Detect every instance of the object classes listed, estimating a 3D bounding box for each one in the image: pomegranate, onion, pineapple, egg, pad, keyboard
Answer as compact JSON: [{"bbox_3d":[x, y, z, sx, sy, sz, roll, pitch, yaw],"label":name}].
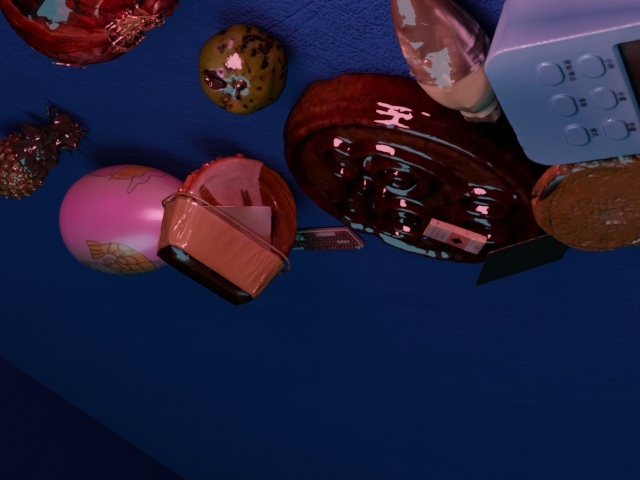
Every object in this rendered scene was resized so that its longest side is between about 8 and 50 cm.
[{"bbox_3d":[-0.103,-0.232,1.701,0.122,0.122,0.161,29,-167,-14],"label":"pomegranate"},{"bbox_3d":[-0.262,-0.333,1.492,0.281,0.280,0.221,0,-169,41],"label":"onion"},{"bbox_3d":[-0.487,-0.153,2.195,0.125,0.125,0.251,34,143,-25],"label":"pineapple"},{"bbox_3d":[-0.323,-0.039,2.171,0.271,0.196,0.196,-17,136,39],"label":"egg"},{"bbox_3d":[0.299,0.023,1.845,0.143,0.003,0.211,-17,166,-3],"label":"pad"},{"bbox_3d":[0.000,0.000,2.182,0.166,0.017,0.055,-2,146,43],"label":"keyboard"}]

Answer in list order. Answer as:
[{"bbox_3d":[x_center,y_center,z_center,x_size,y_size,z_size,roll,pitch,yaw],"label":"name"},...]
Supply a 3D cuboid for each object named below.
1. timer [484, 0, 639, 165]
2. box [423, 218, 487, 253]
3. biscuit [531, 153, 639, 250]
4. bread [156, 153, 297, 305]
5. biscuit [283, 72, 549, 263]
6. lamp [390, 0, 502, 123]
[{"bbox_3d":[0.336,-0.179,1.446,0.250,0.091,0.232,2,149,31],"label":"timer"},{"bbox_3d":[0.192,-0.006,1.814,0.083,0.012,0.046,20,155,-1],"label":"box"},{"bbox_3d":[0.383,-0.056,1.656,0.226,0.042,0.226,3,147,2],"label":"biscuit"},{"bbox_3d":[-0.138,-0.025,2.015,0.224,0.211,0.142,34,158,-17],"label":"bread"},{"bbox_3d":[0.135,-0.085,1.806,0.408,0.091,0.407,18,155,9],"label":"biscuit"},{"bbox_3d":[0.150,-0.223,1.496,0.101,0.101,0.250,4,148,35],"label":"lamp"}]
